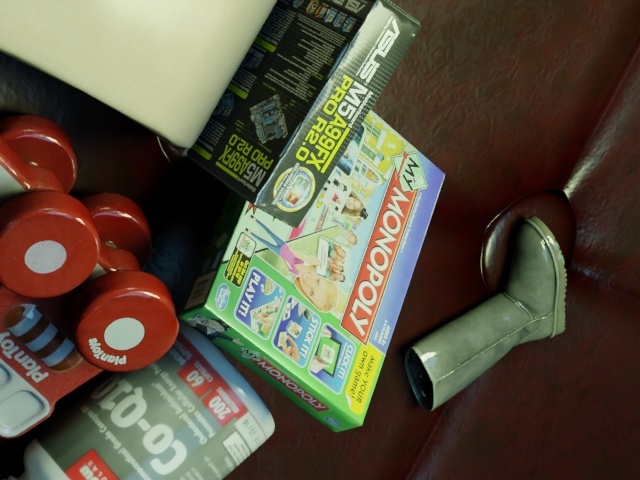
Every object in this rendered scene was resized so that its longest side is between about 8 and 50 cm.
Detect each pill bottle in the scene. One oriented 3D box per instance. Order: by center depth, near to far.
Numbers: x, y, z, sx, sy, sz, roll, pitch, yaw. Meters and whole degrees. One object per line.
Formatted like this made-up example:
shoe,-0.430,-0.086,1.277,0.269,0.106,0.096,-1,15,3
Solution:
pill bottle,-0.200,0.227,1.725,0.283,0.161,0.161,-41,129,-12

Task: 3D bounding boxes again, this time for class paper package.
paper package,-0.177,-0.292,1.478,0.309,0.168,0.325,27,97,-41

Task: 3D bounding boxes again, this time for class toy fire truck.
toy fire truck,-0.296,0.043,1.582,0.254,0.169,0.302,-35,130,8

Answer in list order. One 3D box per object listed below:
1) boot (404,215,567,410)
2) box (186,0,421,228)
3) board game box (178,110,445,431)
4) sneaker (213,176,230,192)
boot,0.192,0.087,1.999,0.208,0.076,0.190,-22,121,-17
box,-0.052,-0.159,1.564,0.060,0.270,0.216,28,94,-39
board game box,0.000,0.000,1.671,0.213,0.046,0.317,38,53,-26
sneaker,-0.022,-0.069,1.765,0.237,0.085,0.086,20,73,-36
